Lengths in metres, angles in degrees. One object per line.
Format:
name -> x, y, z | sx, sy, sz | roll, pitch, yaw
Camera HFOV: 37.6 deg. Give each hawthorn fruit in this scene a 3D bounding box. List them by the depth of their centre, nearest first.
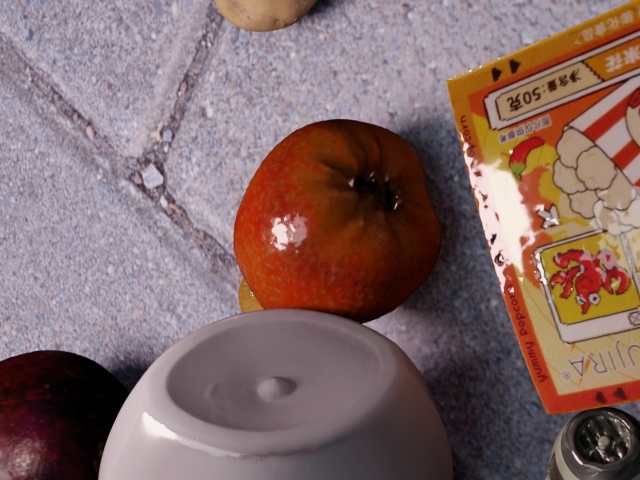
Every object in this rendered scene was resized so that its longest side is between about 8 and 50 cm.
hawthorn fruit -> 0.000, 0.000, 0.889 | 0.225, 0.197, 0.196 | -42, 70, 47

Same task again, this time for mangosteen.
mangosteen -> -0.307, 0.278, 1.085 | 0.293, 0.297, 0.297 | 31, 113, 13

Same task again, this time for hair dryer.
hair dryer -> 0.164, 0.236, 0.752 | 0.267, 0.229, 0.092 | -31, 48, 18

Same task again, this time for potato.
potato -> -0.064, -0.270, 0.954 | 0.147, 0.112, 0.112 | 46, 120, 28

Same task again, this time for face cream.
face cream -> -0.037, 0.245, 0.844 | 0.219, 0.313, 0.357 | -111, 17, -51

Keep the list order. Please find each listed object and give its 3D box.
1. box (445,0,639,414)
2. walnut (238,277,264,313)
box -> 0.281, -0.040, 0.652 | 0.284, 0.214, 0.259 | -20, 85, 36
walnut -> -0.046, 0.060, 1.007 | 0.121, 0.052, 0.091 | -21, 85, 39
